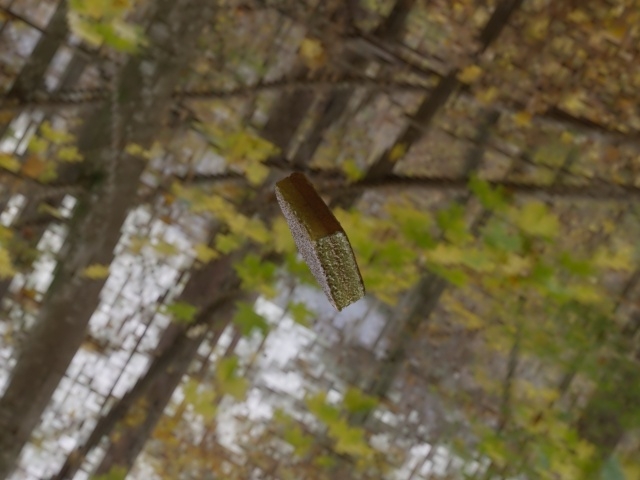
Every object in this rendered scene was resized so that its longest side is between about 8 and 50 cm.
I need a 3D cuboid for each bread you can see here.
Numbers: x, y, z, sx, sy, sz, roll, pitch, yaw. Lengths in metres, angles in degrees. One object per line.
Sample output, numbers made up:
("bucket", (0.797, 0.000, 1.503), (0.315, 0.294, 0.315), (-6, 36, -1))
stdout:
("bread", (0.000, 0.000, 1.254), (0.094, 0.035, 0.090), (56, 171, 47))
